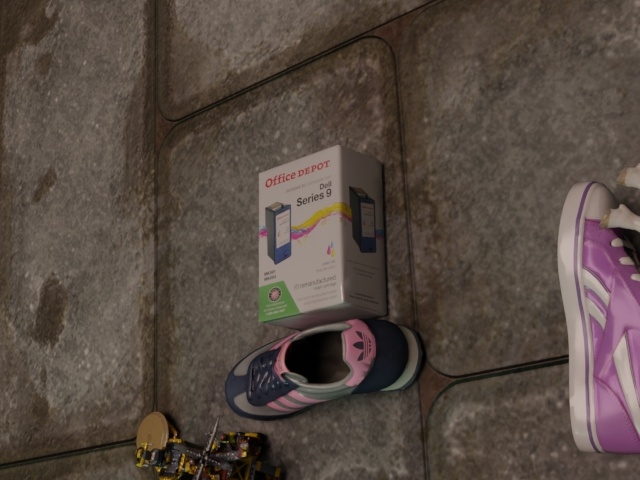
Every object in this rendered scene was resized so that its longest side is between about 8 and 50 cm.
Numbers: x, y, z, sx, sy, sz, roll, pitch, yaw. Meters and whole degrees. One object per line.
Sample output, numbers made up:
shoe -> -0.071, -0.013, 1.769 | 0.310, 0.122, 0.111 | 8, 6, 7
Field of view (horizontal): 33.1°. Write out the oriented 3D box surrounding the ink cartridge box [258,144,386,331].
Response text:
ink cartridge box -> 0.000, 0.000, 1.411 | 0.154, 0.093, 0.213 | -15, 67, 40

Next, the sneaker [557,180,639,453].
sneaker -> 0.333, 0.070, 1.087 | 0.161, 0.102, 0.282 | -10, 80, 35

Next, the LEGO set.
LEGO set -> -0.199, 0.383, 1.384 | 0.255, 0.192, 0.331 | 3, 71, 48

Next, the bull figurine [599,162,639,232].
bull figurine -> 0.384, -0.033, 1.010 | 0.188, 0.101, 0.310 | 37, 82, 25

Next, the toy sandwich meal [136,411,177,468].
toy sandwich meal -> -0.241, 0.295, 1.599 | 0.085, 0.029, 0.086 | -19, 64, 43

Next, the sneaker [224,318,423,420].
sneaker -> -0.032, 0.157, 1.369 | 0.319, 0.131, 0.112 | -22, 64, 37
